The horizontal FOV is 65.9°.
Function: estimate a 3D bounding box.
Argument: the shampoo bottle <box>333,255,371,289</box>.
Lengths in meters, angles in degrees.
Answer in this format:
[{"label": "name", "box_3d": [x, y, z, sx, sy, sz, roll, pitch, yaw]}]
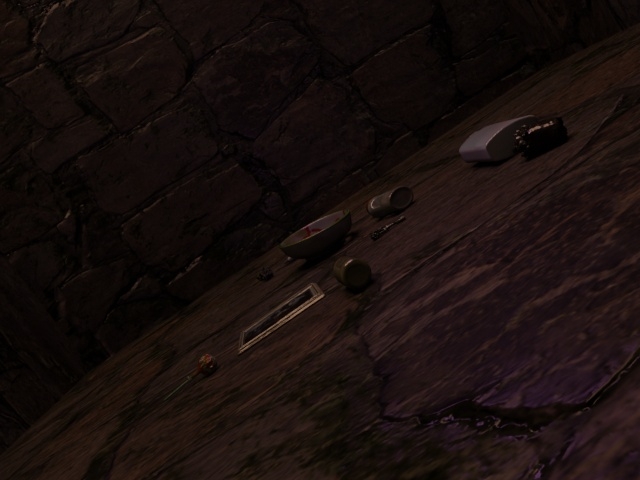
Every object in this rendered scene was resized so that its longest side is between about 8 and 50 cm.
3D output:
[{"label": "shampoo bottle", "box_3d": [0.076, 0.080, 1.285, 0.079, 0.079, 0.162, -35, 7, -7]}]

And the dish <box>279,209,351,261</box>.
[{"label": "dish", "box_3d": [0.000, 0.000, 2.030, 0.324, 0.124, 0.324, -26, 11, 5]}]

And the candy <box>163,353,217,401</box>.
[{"label": "candy", "box_3d": [-0.363, 0.385, 1.369, 0.185, 0.049, 0.055, -40, 51, -1]}]

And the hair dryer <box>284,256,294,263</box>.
[{"label": "hair dryer", "box_3d": [-0.107, 0.060, 2.408, 0.183, 0.044, 0.155, -32, 5, 36]}]

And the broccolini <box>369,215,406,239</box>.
[{"label": "broccolini", "box_3d": [0.229, -0.044, 1.674, 0.140, 0.030, 0.035, -29, 15, -2]}]

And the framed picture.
[{"label": "framed picture", "box_3d": [-0.124, 0.221, 1.477, 0.296, 0.019, 0.232, -34, 7, -4]}]

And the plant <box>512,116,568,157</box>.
[{"label": "plant", "box_3d": [0.606, -0.286, 1.377, 0.143, 0.092, 0.094, -18, 24, 45]}]

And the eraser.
[{"label": "eraser", "box_3d": [0.601, -0.341, 1.684, 0.189, 0.104, 0.290, -29, 8, 3]}]

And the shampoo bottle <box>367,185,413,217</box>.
[{"label": "shampoo bottle", "box_3d": [0.260, -0.145, 1.950, 0.118, 0.087, 0.234, -36, 7, -23]}]

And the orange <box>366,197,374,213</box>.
[{"label": "orange", "box_3d": [0.234, -0.146, 2.116, 0.085, 0.085, 0.085, -33, 7, 5]}]

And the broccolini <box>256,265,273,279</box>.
[{"label": "broccolini", "box_3d": [-0.273, 0.167, 2.410, 0.058, 0.067, 0.216, -33, -2, -17]}]
